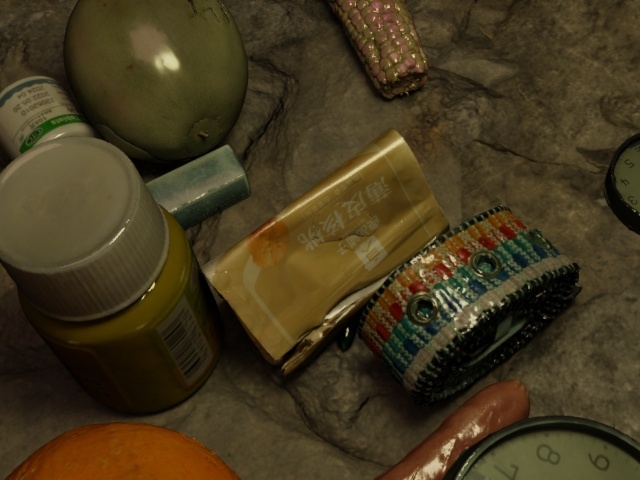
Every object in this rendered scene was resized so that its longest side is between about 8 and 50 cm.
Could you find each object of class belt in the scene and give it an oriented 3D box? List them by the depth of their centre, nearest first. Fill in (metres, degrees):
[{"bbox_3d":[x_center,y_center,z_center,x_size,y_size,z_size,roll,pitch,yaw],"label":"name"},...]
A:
[{"bbox_3d":[0.188,0.069,1.375,0.295,0.206,0.160,-36,63,-15],"label":"belt"}]

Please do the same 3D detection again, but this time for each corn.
[{"bbox_3d":[0.086,-0.373,1.713,0.127,0.126,0.335,-22,60,-5],"label":"corn"}]

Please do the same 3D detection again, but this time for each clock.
[{"bbox_3d":[0.282,0.361,1.221,0.325,0.067,0.325,2,66,-5],"label":"clock"},{"bbox_3d":[0.504,-0.084,1.519,0.185,0.040,0.184,-4,58,6],"label":"clock"}]

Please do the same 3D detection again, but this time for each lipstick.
[{"bbox_3d":[-0.243,-0.044,1.581,0.290,0.077,0.076,-26,63,-10],"label":"lipstick"}]

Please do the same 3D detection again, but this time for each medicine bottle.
[{"bbox_3d":[-0.267,0.053,1.346,0.224,0.384,0.224,-4,59,6],"label":"medicine bottle"},{"bbox_3d":[-0.399,-0.136,1.624,0.139,0.139,0.237,-35,59,-13],"label":"medicine bottle"}]

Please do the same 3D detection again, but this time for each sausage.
[{"bbox_3d":[0.101,0.315,1.301,0.433,0.088,0.088,-36,61,-16],"label":"sausage"}]

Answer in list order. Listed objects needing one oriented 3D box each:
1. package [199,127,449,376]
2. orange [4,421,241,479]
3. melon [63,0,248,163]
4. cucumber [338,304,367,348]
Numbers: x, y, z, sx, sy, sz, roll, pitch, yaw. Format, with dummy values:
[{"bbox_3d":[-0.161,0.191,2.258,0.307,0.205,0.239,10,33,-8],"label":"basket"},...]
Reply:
[{"bbox_3d":[0.020,0.026,1.417,0.311,0.221,0.165,-37,75,-8],"label":"package"},{"bbox_3d":[-0.213,0.409,1.131,0.424,0.326,0.423,-33,45,41],"label":"orange"},{"bbox_3d":[-0.244,-0.265,1.604,0.269,0.268,0.330,-25,59,-7],"label":"melon"},{"bbox_3d":[0.049,0.092,1.483,0.032,0.032,0.133,13,63,16],"label":"cucumber"}]
